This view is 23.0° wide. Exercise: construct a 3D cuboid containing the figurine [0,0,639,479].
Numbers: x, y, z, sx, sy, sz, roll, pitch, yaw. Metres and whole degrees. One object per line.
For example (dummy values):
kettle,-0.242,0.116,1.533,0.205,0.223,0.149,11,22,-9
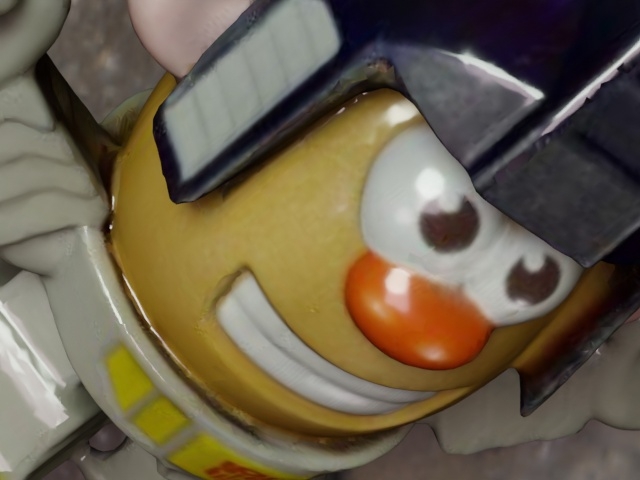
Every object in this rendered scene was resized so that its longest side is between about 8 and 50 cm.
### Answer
figurine,-0.003,-0.003,0.441,0.308,0.308,0.143,-32,59,18
